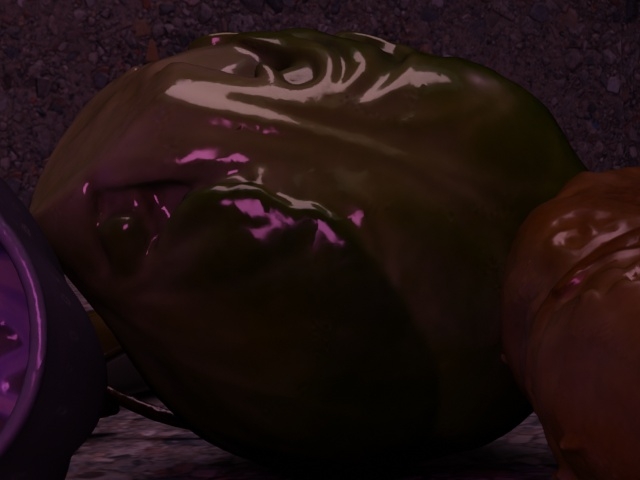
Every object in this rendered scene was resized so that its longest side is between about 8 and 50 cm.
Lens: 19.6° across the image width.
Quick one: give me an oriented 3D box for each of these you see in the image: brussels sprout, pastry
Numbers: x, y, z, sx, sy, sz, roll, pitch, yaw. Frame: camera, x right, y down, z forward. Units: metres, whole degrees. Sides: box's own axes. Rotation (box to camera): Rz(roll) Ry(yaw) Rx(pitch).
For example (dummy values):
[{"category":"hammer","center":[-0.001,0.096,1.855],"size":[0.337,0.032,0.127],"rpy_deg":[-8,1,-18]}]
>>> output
[{"category":"brussels sprout","center":[-0.003,0.004,1.190],"size":[0.355,0.281,0.289],"rpy_deg":[26,-11,-18]},{"category":"pastry","center":[0.239,0.071,0.983],"size":[0.285,0.184,0.316],"rpy_deg":[-11,20,-17]}]

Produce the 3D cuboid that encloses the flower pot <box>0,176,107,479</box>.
[{"category":"flower pot","center":[-0.243,0.074,1.016],"size":[0.265,0.265,0.243],"rpy_deg":[-2,-12,9]}]

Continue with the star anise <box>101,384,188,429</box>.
[{"category":"star anise","center":[-0.204,0.116,1.401],"size":[0.234,0.073,0.177],"rpy_deg":[3,12,-24]}]

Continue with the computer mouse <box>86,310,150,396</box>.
[{"category":"computer mouse","center":[-0.179,0.096,1.619],"size":[0.158,0.071,0.310],"rpy_deg":[-1,6,38]}]
